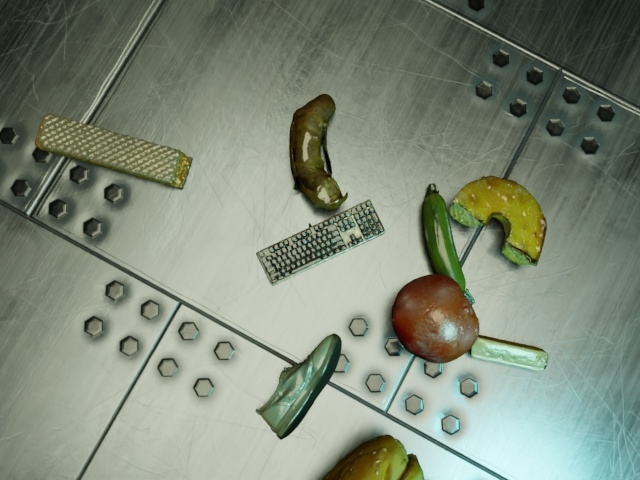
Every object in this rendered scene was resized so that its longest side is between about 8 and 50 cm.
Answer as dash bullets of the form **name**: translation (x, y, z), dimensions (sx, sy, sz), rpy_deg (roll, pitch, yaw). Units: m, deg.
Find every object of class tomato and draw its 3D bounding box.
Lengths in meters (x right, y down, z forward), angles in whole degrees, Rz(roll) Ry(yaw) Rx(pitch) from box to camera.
- **tomato**: translation (0.262, 0.186, 1.704), dimensions (0.184, 0.208, 0.208), rpy_deg (-28, 83, 3)

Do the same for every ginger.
- **ginger**: translation (-0.015, -0.219, 1.809), dimensions (0.133, 0.107, 0.309), rpy_deg (-11, 78, 11)

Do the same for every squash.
- **squash**: translation (0.299, 0.012, 1.797), dimensions (0.080, 0.071, 0.319), rpy_deg (-15, 82, -7)

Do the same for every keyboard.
- **keyboard**: translation (0.000, 0.000, 1.813), dimensions (0.317, 0.027, 0.106), rpy_deg (-26, 83, -5)

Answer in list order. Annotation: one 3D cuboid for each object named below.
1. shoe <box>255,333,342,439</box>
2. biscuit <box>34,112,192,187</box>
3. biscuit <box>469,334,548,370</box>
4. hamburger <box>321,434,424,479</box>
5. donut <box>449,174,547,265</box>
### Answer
- **shoe**: translation (-0.045, 0.331, 1.726), dimensions (0.098, 0.103, 0.275), rpy_deg (33, 81, 15)
- **biscuit**: translation (-0.514, -0.221, 1.816), dimensions (0.378, 0.054, 0.094), rpy_deg (16, 81, 1)
- **biscuit**: translation (0.453, 0.273, 1.773), dimensions (0.188, 0.052, 0.056), rpy_deg (13, 97, 1)
- **hamburger**: translation (0.092, 0.560, 1.599), dimensions (0.158, 0.318, 0.318), rpy_deg (44, 82, 1)
- **donut**: translation (0.450, -0.063, 1.792), dimensions (0.259, 0.101, 0.152), rpy_deg (38, 73, 0)
